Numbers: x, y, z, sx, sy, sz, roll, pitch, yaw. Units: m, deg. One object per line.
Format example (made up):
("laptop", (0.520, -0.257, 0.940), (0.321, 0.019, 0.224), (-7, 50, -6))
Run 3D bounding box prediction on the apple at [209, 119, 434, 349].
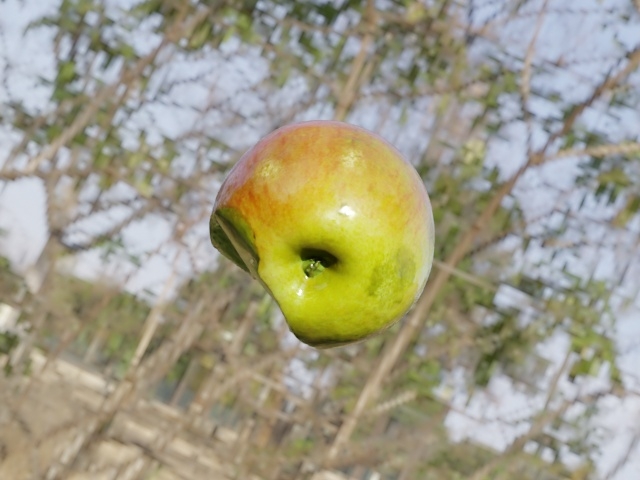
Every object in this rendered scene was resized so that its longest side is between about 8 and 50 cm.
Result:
("apple", (0.000, 0.000, 1.671), (0.246, 0.246, 0.226), (28, 27, -13))
